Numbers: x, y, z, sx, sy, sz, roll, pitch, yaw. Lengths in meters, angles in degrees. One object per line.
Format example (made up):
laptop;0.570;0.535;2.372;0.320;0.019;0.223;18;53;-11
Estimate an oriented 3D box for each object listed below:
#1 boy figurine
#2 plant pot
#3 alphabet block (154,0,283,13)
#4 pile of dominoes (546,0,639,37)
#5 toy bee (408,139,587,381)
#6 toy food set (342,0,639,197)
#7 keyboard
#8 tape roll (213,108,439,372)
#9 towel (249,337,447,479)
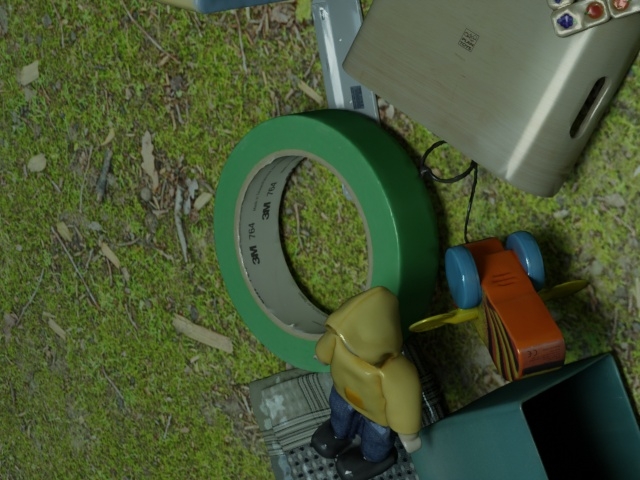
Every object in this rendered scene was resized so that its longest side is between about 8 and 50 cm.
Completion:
boy figurine;0.053;0.165;1.476;0.177;0.092;0.285;46;152;28
plant pot;0.224;0.245;1.485;0.234;0.165;0.165;-19;91;51
alphabet block;-0.147;-0.390;1.568;0.197;0.193;0.192;21;115;34
pile of dominoes;0.314;-0.328;1.258;0.251;0.040;0.196;-17;91;26
toy bee;0.200;0.051;1.462;0.195;0.298;0.162;3;140;5
toy food set;0.184;-0.219;1.428;0.306;0.092;0.220;37;113;24
keyboard;0.039;-0.175;1.602;0.072;0.014;0.256;-3;102;35
tape roll;0.000;0.000;1.615;0.321;0.077;0.321;14;110;42
towel;0.053;0.305;1.710;0.324;0.056;0.312;-21;90;43
